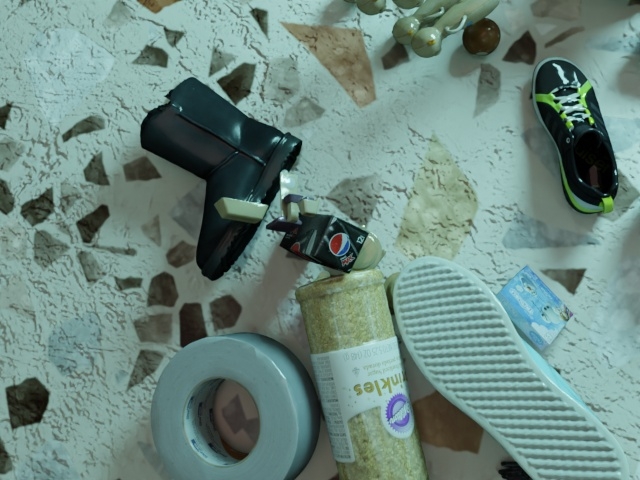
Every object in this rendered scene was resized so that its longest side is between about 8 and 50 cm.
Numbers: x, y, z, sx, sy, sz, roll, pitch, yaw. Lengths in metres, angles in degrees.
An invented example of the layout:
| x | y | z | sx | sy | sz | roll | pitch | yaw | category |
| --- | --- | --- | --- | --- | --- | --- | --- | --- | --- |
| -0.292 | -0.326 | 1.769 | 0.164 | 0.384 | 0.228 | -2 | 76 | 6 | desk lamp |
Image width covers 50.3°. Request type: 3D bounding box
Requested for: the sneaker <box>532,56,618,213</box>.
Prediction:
| x | y | z | sx | sy | sz | roll | pitch | yaw | category |
| --- | --- | --- | --- | --- | --- | --- | --- | --- | --- |
| 0.353 | -0.148 | 0.913 | 0.084 | 0.097 | 0.234 | -17 | 80 | 4 | sneaker |

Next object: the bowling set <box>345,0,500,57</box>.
| x | y | z | sx | sy | sz | roll | pitch | yaw | category |
| --- | --- | --- | --- | --- | --- | --- | --- | --- | --- |
| 0.150 | -0.305 | 0.927 | 0.154 | 0.287 | 0.200 | -35 | 113 | 7 | bowling set |

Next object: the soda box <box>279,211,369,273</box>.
| x | y | z | sx | sy | sz | roll | pitch | yaw | category |
| --- | --- | --- | --- | --- | --- | --- | --- | --- | --- |
| 0.000 | 0.000 | 0.897 | 0.053 | 0.169 | 0.060 | 28 | 85 | -17 | soda box |

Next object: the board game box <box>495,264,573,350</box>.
| x | y | z | sx | sy | sz | roll | pitch | yaw | category |
| --- | --- | --- | --- | --- | --- | --- | --- | --- | --- |
| 0.281 | 0.087 | 0.898 | 0.090 | 0.090 | 0.020 | 48 | 134 | 11 | board game box |

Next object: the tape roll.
| x | y | z | sx | sy | sz | roll | pitch | yaw | category |
| --- | --- | --- | --- | --- | --- | --- | --- | --- | --- |
| -0.114 | 0.233 | 0.899 | 0.219 | 0.072 | 0.219 | -1 | 86 | 24 | tape roll |

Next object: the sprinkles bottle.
| x | y | z | sx | sy | sz | roll | pitch | yaw | category |
| --- | --- | --- | --- | --- | --- | --- | --- | --- | --- |
| 0.061 | 0.219 | 0.873 | 0.121 | 0.121 | 0.355 | -14 | 84 | 5 | sprinkles bottle |

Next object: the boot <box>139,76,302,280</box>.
| x | y | z | sx | sy | sz | roll | pitch | yaw | category |
| --- | --- | --- | --- | --- | --- | --- | --- | --- | --- |
| -0.170 | -0.092 | 0.968 | 0.207 | 0.094 | 0.246 | 28 | 79 | 6 | boot |

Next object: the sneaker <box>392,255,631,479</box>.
| x | y | z | sx | sy | sz | roll | pitch | yaw | category |
| --- | --- | --- | --- | --- | --- | --- | --- | --- | --- |
| 0.226 | 0.181 | 0.867 | 0.135 | 0.150 | 0.366 | -38 | 65 | 4 | sneaker |

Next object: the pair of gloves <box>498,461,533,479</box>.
| x | y | z | sx | sy | sz | roll | pitch | yaw | category |
| --- | --- | --- | --- | --- | --- | --- | --- | --- | --- |
| 0.272 | 0.281 | 0.906 | 0.074 | 0.010 | 0.083 | -3 | 84 | 5 | pair of gloves |

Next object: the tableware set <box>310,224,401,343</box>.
| x | y | z | sx | sy | sz | roll | pitch | yaw | category |
| --- | --- | --- | --- | --- | --- | --- | --- | --- | --- |
| 0.061 | 0.074 | 0.956 | 0.169 | 0.020 | 0.141 | 43 | 91 | 8 | tableware set |

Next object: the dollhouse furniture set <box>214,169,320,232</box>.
| x | y | z | sx | sy | sz | roll | pitch | yaw | category |
| --- | --- | --- | --- | --- | --- | --- | --- | --- | --- |
| -0.071 | -0.068 | 0.884 | 0.114 | 0.091 | 0.081 | 9 | 70 | -28 | dollhouse furniture set |
